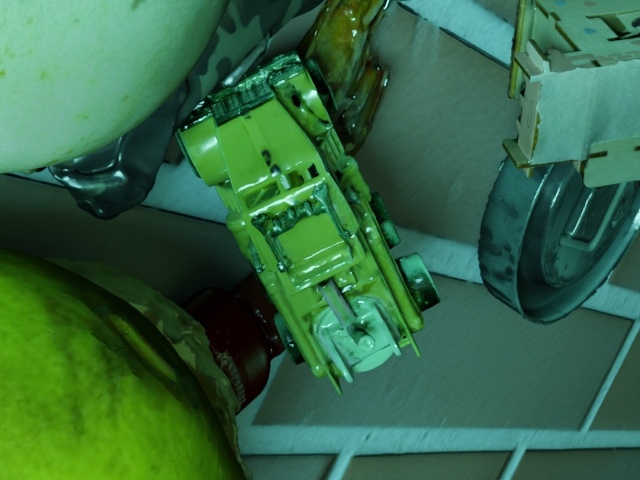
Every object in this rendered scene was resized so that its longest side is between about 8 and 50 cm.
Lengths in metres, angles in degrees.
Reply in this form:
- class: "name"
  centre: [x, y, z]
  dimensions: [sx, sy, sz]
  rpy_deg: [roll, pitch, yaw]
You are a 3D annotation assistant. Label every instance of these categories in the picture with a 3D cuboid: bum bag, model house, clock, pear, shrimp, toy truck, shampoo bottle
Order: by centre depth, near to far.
- class: "pear"
  centre: [-0.185, 0.127, 0.654]
  dimensions: [0.321, 0.269, 0.269]
  rpy_deg: [29, 91, -18]
- class: "bum bag"
  centre: [-0.069, -0.162, 0.848]
  dimensions: [0.340, 0.095, 0.144]
  rpy_deg: [-48, 143, -25]
- class: "toy truck"
  centre: [-0.002, -0.004, 0.942]
  dimensions: [0.128, 0.135, 0.260]
  rpy_deg: [-25, 113, 2]
- class: "shampoo bottle"
  centre: [-0.127, 0.129, 1.018]
  dimensions: [0.314, 0.076, 0.118]
  rpy_deg: [-41, 131, -28]
- class: "shrimp"
  centre: [0.009, -0.115, 1.031]
  dimensions: [0.150, 0.068, 0.249]
  rpy_deg: [-19, 137, -59]
- class: "model house"
  centre: [0.314, -0.180, 1.270]
  dimensions: [0.325, 0.244, 0.169]
  rpy_deg: [-10, 129, -9]
- class: "clock"
  centre: [0.295, -0.053, 1.462]
  dimensions: [0.312, 0.061, 0.313]
  rpy_deg: [-33, 139, -35]

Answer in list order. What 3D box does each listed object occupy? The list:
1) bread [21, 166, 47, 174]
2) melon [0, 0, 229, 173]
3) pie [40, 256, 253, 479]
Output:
- class: "bread"
  centre: [-0.185, -0.099, 0.789]
  dimensions: [0.106, 0.053, 0.072]
  rpy_deg: [88, 21, -43]
- class: "melon"
  centre: [-0.158, -0.196, 0.550]
  dimensions: [0.268, 0.268, 0.330]
  rpy_deg: [-17, 119, -47]
- class: "pie"
  centre: [-0.197, 0.172, 0.861]
  dimensions: [0.339, 0.083, 0.340]
  rpy_deg: [-7, 105, -29]
